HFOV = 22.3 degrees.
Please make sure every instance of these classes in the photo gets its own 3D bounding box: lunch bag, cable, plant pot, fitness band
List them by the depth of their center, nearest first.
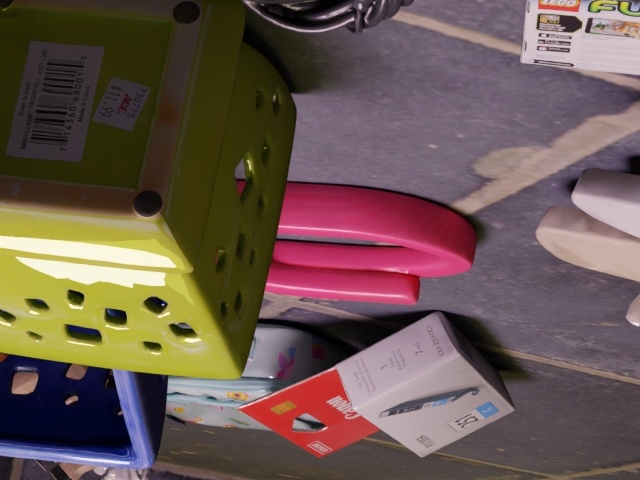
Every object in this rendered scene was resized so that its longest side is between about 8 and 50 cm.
[{"bbox_3d":[-0.006,-0.171,0.928,0.150,0.047,0.184,-3,159,21],"label":"cable"},{"bbox_3d":[-0.151,-0.051,1.097,0.227,0.228,0.207,7,158,8],"label":"plant pot"},{"bbox_3d":[-0.243,0.041,1.395,0.236,0.212,0.236,5,140,10],"label":"plant pot"},{"bbox_3d":[0.000,0.000,1.507,0.291,0.054,0.209,3,161,16],"label":"fitness band"},{"bbox_3d":[-0.111,0.171,2.047,0.279,0.108,0.224,-1,163,26],"label":"lunch bag"}]

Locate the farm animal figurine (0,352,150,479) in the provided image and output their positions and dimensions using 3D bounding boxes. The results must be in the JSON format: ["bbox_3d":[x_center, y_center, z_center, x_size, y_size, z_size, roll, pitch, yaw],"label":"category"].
[{"bbox_3d":[-0.317,0.136,1.900,0.327,0.172,0.330,48,172,15],"label":"farm animal figurine"}]

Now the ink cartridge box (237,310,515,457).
[{"bbox_3d":[0.076,0.202,1.930,0.261,0.066,0.296,-27,155,9],"label":"ink cartridge box"}]

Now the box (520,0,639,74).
[{"bbox_3d":[0.224,-0.130,0.949,0.207,0.036,0.114,7,164,6],"label":"box"}]

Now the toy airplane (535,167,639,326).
[{"bbox_3d":[0.353,0.036,1.156,0.386,0.272,0.384,43,156,11],"label":"toy airplane"}]
